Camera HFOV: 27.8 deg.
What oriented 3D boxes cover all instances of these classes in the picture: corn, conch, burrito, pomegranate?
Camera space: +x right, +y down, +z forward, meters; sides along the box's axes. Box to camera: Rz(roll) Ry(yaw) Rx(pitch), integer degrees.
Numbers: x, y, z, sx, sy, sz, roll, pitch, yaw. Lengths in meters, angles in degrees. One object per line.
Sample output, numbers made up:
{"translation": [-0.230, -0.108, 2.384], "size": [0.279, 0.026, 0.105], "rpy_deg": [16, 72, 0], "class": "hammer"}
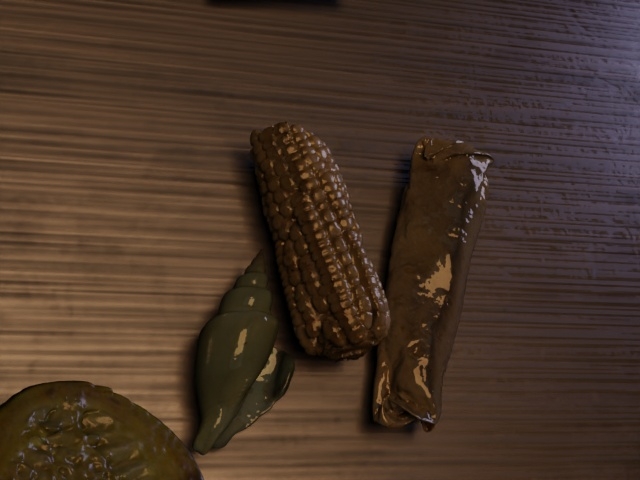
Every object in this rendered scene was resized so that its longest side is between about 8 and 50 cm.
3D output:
{"translation": [0.000, 0.000, 1.107], "size": [0.087, 0.087, 0.211], "rpy_deg": [-8, 72, -23], "class": "corn"}
{"translation": [-0.066, 0.093, 1.067], "size": [0.065, 0.088, 0.180], "rpy_deg": [7, 72, 27], "class": "conch"}
{"translation": [0.099, 0.039, 1.145], "size": [0.082, 0.059, 0.275], "rpy_deg": [15, 68, -9], "class": "burrito"}
{"translation": [-0.170, 0.228, 0.914], "size": [0.241, 0.159, 0.190], "rpy_deg": [40, 37, 2], "class": "pomegranate"}
